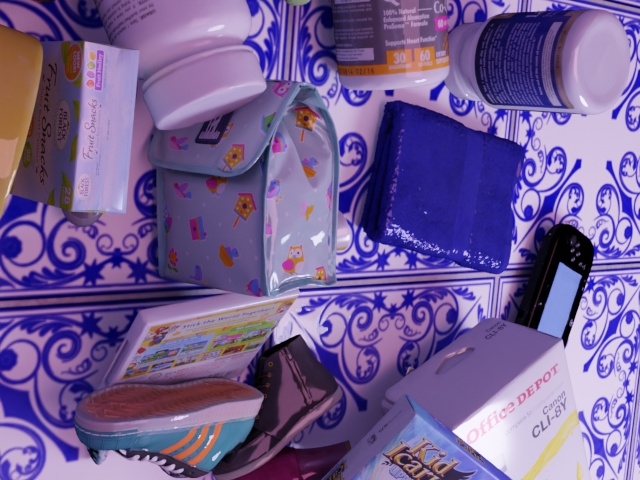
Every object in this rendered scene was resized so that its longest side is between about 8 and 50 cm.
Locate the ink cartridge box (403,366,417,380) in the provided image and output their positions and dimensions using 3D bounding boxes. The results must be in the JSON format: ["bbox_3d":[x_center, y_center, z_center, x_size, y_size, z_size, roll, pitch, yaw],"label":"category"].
[{"bbox_3d":[0.178,0.310,1.644,0.235,0.056,0.171,25,82,-38],"label":"ink cartridge box"}]

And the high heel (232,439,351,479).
[{"bbox_3d":[-0.018,0.461,1.508,0.181,0.127,0.377,-12,116,-4],"label":"high heel"}]

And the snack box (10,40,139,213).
[{"bbox_3d":[-0.280,-0.127,1.078,0.070,0.207,0.174,1,97,-40],"label":"snack box"}]

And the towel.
[{"bbox_3d":[0.197,-0.080,1.581,0.308,0.076,0.228,14,82,-40],"label":"towel"}]

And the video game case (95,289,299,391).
[{"bbox_3d":[-0.160,0.135,1.262,0.227,0.026,0.206,-9,148,-38],"label":"video game case"}]

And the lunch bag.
[{"bbox_3d":[-0.096,-0.074,1.231,0.160,0.223,0.262,-11,104,-45],"label":"lunch bag"}]

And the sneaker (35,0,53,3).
[{"bbox_3d":[-0.387,-0.385,1.014,0.180,0.124,0.321,-27,104,-29],"label":"sneaker"}]

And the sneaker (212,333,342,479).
[{"bbox_3d":[-0.086,0.237,1.409,0.222,0.083,0.118,-37,100,-20],"label":"sneaker"}]

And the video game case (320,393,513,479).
[{"bbox_3d":[0.133,0.386,1.402,0.269,0.061,0.244,40,97,-22],"label":"video game case"}]

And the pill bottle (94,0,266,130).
[{"bbox_3d":[-0.173,-0.279,1.112,0.160,0.160,0.283,-19,87,-36],"label":"pill bottle"}]

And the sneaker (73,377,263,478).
[{"bbox_3d":[-0.187,0.248,1.234,0.302,0.108,0.121,6,101,-54],"label":"sneaker"}]

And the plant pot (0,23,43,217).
[{"bbox_3d":[-0.423,-0.114,0.955,0.239,0.254,0.254,16,88,-24],"label":"plant pot"}]

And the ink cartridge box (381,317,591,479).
[{"bbox_3d":[0.283,0.363,1.600,0.279,0.160,0.385,-32,117,-30],"label":"ink cartridge box"}]

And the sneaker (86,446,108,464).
[{"bbox_3d":[-0.260,0.242,1.260,0.069,0.038,0.098,-18,139,-37],"label":"sneaker"}]

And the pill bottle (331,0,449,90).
[{"bbox_3d":[0.093,-0.357,1.378,0.162,0.162,0.278,-17,109,-37],"label":"pill bottle"}]

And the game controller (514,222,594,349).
[{"bbox_3d":[0.419,0.131,1.805,0.166,0.067,0.319,25,83,-40],"label":"game controller"}]

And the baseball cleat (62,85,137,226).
[{"bbox_3d":[-0.266,-0.120,1.158,0.072,0.109,0.206,12,84,-6],"label":"baseball cleat"}]

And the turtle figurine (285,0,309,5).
[{"bbox_3d":[-0.018,-0.446,1.221,0.197,0.274,0.266,-9,84,5],"label":"turtle figurine"}]

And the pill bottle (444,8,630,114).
[{"bbox_3d":[0.323,-0.274,1.518,0.153,0.264,0.153,-9,104,-40],"label":"pill bottle"}]

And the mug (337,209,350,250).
[{"bbox_3d":[0.001,-0.002,1.436,0.064,0.062,0.078,-16,102,-29],"label":"mug"}]
